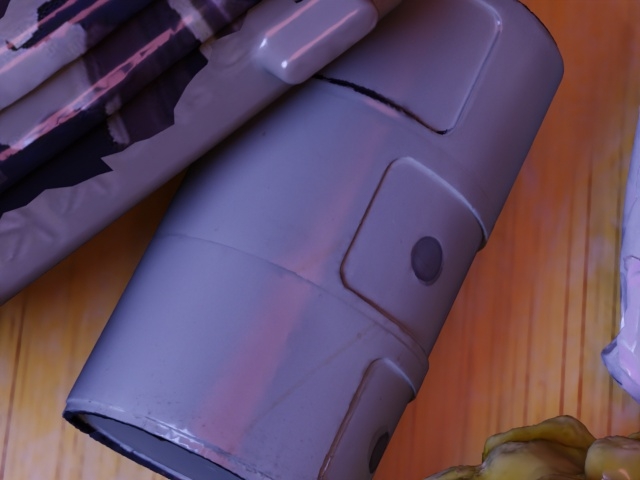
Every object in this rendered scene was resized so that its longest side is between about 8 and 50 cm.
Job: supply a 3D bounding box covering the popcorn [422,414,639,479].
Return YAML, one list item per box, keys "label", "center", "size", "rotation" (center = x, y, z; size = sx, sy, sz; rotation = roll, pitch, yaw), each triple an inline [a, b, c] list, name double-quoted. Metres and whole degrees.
- label: "popcorn"
  center: [0.093, 0.178, 0.643]
  size: [0.189, 0.169, 0.218]
  rotation: [31, 86, 12]

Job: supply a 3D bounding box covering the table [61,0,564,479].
- label: "table"
  center: [0.000, 0.000, 0.704]
  size: [0.126, 0.126, 0.220]
  rotation: [25, 74, 3]

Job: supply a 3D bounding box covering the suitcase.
- label: "suitcase"
  center: [-0.160, -0.131, 0.681]
  size: [0.351, 0.194, 0.339]
  rotation: [-37, 48, -6]

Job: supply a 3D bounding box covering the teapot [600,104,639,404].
- label: "teapot"
  center: [0.213, -0.019, 0.728]
  size: [0.178, 0.221, 0.163]
  rotation: [3, 36, 7]
